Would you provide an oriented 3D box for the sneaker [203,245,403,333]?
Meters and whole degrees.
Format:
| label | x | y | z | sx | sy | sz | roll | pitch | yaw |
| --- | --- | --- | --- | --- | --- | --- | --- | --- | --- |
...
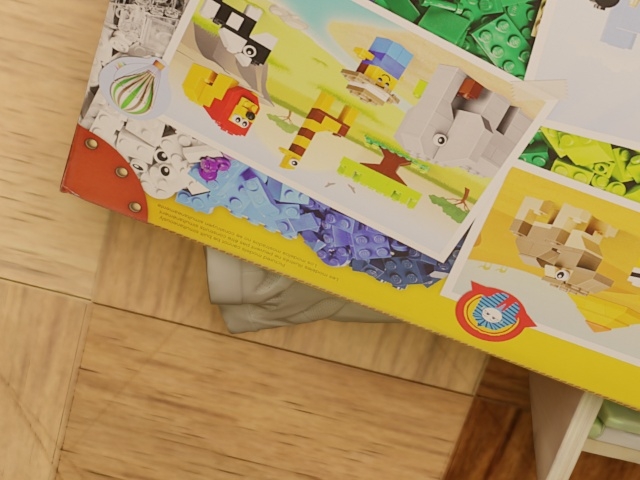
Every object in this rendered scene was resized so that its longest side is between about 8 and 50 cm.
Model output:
| label | x | y | z | sx | sy | sz | roll | pitch | yaw |
| --- | --- | --- | --- | --- | --- | --- | --- | --- | --- |
| sneaker | 0.000 | 0.000 | 1.164 | 0.169 | 0.292 | 0.108 | -5 | 78 | 2 |

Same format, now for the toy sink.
| label | x | y | z | sx | sy | sz | roll | pitch | yaw |
| --- | --- | --- | --- | --- | --- | --- | --- | --- | --- |
| toy sink | 0.239 | 0.073 | 1.179 | 0.131 | 0.234 | 0.153 | 14 | 121 | -4 |

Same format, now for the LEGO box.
| label | x | y | z | sx | sy | sz | roll | pitch | yaw |
| --- | --- | --- | --- | --- | --- | --- | --- | --- | --- |
| LEGO box | 0.143 | -0.125 | 0.930 | 0.500 | 0.193 | 0.373 | 21 | 130 | -2 |
